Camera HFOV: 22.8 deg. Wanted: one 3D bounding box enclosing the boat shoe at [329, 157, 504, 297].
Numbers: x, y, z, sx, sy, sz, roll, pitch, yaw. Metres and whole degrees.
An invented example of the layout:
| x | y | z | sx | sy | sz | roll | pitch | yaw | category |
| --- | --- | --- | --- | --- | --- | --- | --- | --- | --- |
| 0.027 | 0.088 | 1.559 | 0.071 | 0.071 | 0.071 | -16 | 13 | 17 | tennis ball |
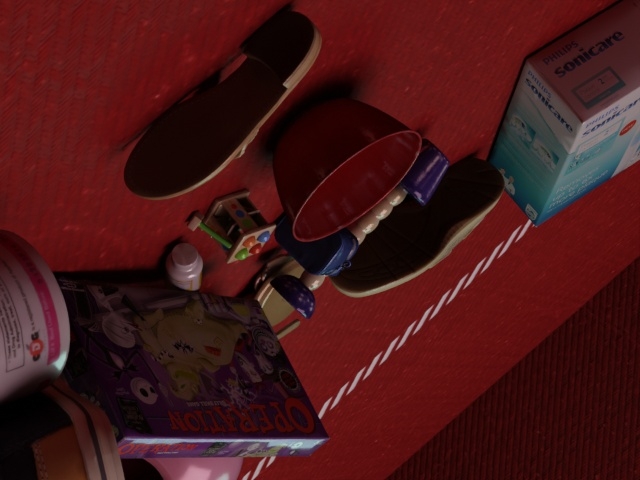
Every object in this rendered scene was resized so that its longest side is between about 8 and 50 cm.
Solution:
| x | y | z | sx | sy | sz | roll | pitch | yaw | category |
| --- | --- | --- | --- | --- | --- | --- | --- | --- | --- |
| 0.132 | -0.003 | 2.215 | 0.302 | 0.109 | 0.098 | -36 | 161 | -26 | boat shoe |

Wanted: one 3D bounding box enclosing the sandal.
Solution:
| x | y | z | sx | sy | sz | roll | pitch | yaw | category |
| --- | --- | --- | --- | --- | --- | --- | --- | --- | --- |
| -0.082 | -0.118 | 1.561 | 0.240 | 0.088 | 0.079 | -45 | 155 | 3 | sandal |

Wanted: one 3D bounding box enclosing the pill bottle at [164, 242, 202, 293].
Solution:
| x | y | z | sx | sy | sz | roll | pitch | yaw | category |
| --- | --- | --- | --- | --- | --- | --- | --- | --- | --- |
| -0.159 | 0.035 | 1.844 | 0.043 | 0.043 | 0.083 | -31 | 160 | -21 | pill bottle |

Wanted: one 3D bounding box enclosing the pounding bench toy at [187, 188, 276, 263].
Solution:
| x | y | z | sx | sy | sz | roll | pitch | yaw | category |
| --- | --- | --- | --- | --- | --- | --- | --- | --- | --- |
| -0.104 | -0.010 | 1.808 | 0.083 | 0.065 | 0.052 | -20 | 154 | -43 | pounding bench toy |

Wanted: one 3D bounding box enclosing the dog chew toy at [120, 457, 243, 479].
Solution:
| x | y | z | sx | sy | sz | roll | pitch | yaw | category |
| --- | --- | --- | --- | --- | --- | --- | --- | --- | --- |
| -0.167 | 0.197 | 1.935 | 0.206 | 0.206 | 0.332 | -52 | -176 | 35 | dog chew toy |

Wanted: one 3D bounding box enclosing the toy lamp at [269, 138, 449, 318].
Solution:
| x | y | z | sx | sy | sz | roll | pitch | yaw | category |
| --- | --- | --- | --- | --- | --- | --- | --- | --- | --- |
| 0.056 | -0.019 | 2.043 | 0.275 | 0.080 | 0.080 | -46 | 161 | 2 | toy lamp |

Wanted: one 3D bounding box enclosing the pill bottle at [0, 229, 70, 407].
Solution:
| x | y | z | sx | sy | sz | roll | pitch | yaw | category |
| --- | --- | --- | --- | --- | --- | --- | --- | --- | --- |
| -0.377 | 0.099 | 1.397 | 0.283 | 0.160 | 0.160 | -21 | 154 | -44 | pill bottle |

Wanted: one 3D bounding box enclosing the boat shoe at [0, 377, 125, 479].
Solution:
| x | y | z | sx | sy | sz | roll | pitch | yaw | category |
| --- | --- | --- | --- | --- | --- | --- | --- | --- | --- |
| -0.325 | 0.225 | 1.597 | 0.156 | 0.187 | 0.500 | -13 | -176 | -21 | boat shoe |

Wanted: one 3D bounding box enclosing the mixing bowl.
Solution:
| x | y | z | sx | sy | sz | roll | pitch | yaw | category |
| --- | --- | --- | --- | --- | --- | --- | --- | --- | --- |
| 0.014 | -0.094 | 1.780 | 0.181 | 0.098 | 0.181 | -33 | 161 | -13 | mixing bowl |

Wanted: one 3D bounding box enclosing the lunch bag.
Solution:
| x | y | z | sx | sy | sz | roll | pitch | yaw | category |
| --- | --- | --- | --- | --- | --- | --- | --- | --- | --- |
| 0.000 | 0.000 | 1.976 | 0.067 | 0.098 | 0.065 | -49 | 162 | 15 | lunch bag |

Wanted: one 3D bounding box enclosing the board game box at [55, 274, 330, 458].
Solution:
| x | y | z | sx | sy | sz | roll | pitch | yaw | category |
| --- | --- | --- | --- | --- | --- | --- | --- | --- | --- |
| -0.149 | 0.146 | 1.771 | 0.056 | 0.208 | 0.347 | -38 | 154 | 27 | board game box |

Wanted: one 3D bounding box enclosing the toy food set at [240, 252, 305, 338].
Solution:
| x | y | z | sx | sy | sz | roll | pitch | yaw | category |
| --- | --- | --- | --- | --- | --- | --- | --- | --- | --- |
| -0.061 | 0.066 | 2.128 | 0.132 | 0.038 | 0.192 | -30 | 150 | -40 | toy food set |

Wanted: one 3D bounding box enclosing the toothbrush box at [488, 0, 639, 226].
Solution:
| x | y | z | sx | sy | sz | roll | pitch | yaw | category |
| --- | --- | --- | --- | --- | --- | --- | --- | --- | --- |
| 0.373 | -0.181 | 2.215 | 0.216 | 0.126 | 0.295 | -32 | 159 | -21 | toothbrush box |
